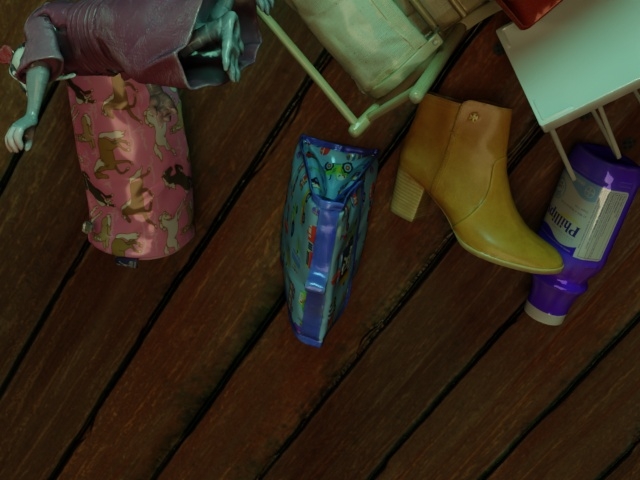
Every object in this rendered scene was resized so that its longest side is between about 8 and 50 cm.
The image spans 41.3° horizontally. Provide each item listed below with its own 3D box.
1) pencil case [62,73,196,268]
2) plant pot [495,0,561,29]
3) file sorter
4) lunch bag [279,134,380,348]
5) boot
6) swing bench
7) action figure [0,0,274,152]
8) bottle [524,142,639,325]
[{"bbox_3d":[-0.295,-0.160,1.287,0.160,0.167,0.386,14,119,35],"label":"pencil case"},{"bbox_3d":[0.250,-0.463,1.031,0.267,0.267,0.235,-40,68,19],"label":"plant pot"},{"bbox_3d":[0.418,-0.236,1.145,0.278,0.193,0.173,-26,142,17],"label":"file sorter"},{"bbox_3d":[0.000,0.000,1.251,0.138,0.293,0.221,10,115,1],"label":"lunch bag"},{"bbox_3d":[0.252,-0.092,1.258,0.295,0.104,0.211,25,111,18],"label":"boot"},{"bbox_3d":[0.075,-0.328,1.152,0.253,0.254,0.165,49,148,-14],"label":"swing bench"},{"bbox_3d":[-0.259,-0.259,1.033,0.370,0.248,0.275,0,105,23],"label":"action figure"},{"bbox_3d":[0.392,-0.004,1.308,0.092,0.118,0.283,6,117,-21],"label":"bottle"}]
